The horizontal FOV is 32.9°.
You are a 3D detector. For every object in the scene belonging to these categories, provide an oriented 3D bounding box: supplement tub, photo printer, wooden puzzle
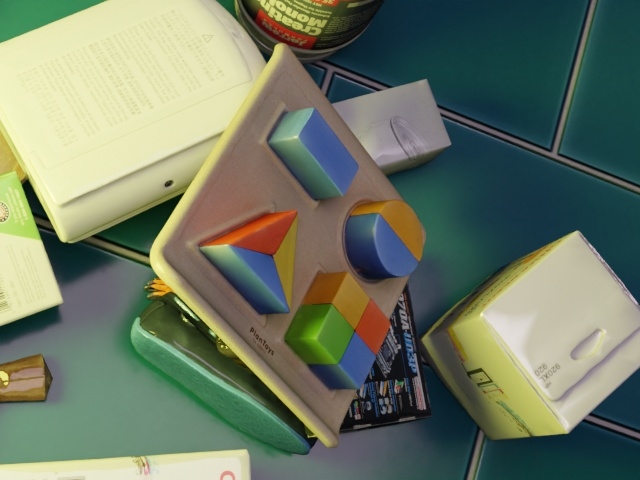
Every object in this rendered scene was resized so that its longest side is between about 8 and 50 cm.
[{"bbox_3d":[-0.002,-0.344,1.332,0.191,0.272,0.191,3,77,-13],"label":"supplement tub"},{"bbox_3d":[-0.213,-0.165,1.259,0.307,0.107,0.256,-27,66,-17],"label":"photo printer"},{"bbox_3d":[0.000,0.000,1.187,0.322,0.080,0.348,50,48,-31],"label":"wooden puzzle"}]

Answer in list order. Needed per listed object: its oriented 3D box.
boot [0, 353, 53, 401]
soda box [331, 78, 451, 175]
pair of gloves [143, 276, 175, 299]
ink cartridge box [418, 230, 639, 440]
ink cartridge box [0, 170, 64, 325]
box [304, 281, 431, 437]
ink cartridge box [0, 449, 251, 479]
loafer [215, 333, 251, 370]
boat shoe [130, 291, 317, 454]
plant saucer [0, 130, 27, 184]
[{"bbox_3d":[-0.363,0.188,1.248,0.114,0.037,0.106,-5,81,-20],"label":"boot"},{"bbox_3d":[0.014,-0.116,1.380,0.286,0.091,0.098,-16,82,-17],"label":"soda box"},{"bbox_3d":[-0.181,0.085,1.328,0.074,0.010,0.083,5,77,-13],"label":"pair of gloves"},{"bbox_3d":[0.256,0.122,1.312,0.171,0.233,0.168,-38,89,-19],"label":"ink cartridge box"},{"bbox_3d":[-0.423,0.031,1.218,0.219,0.092,0.160,-20,100,-17],"label":"ink cartridge box"},{"bbox_3d":[0.044,0.118,1.316,0.175,0.051,0.220,0,76,-44],"label":"box"},{"bbox_3d":[-0.216,0.334,1.164,0.270,0.197,0.198,-1,77,-14],"label":"ink cartridge box"},{"bbox_3d":[-0.079,0.088,1.259,0.080,0.220,0.078,-31,115,15],"label":"loafer"},{"bbox_3d":[-0.098,0.151,1.283,0.258,0.109,0.089,40,56,-10],"label":"boat shoe"},{"bbox_3d":[-0.431,-0.130,1.301,0.198,0.036,0.198,3,78,-13],"label":"plant saucer"}]
